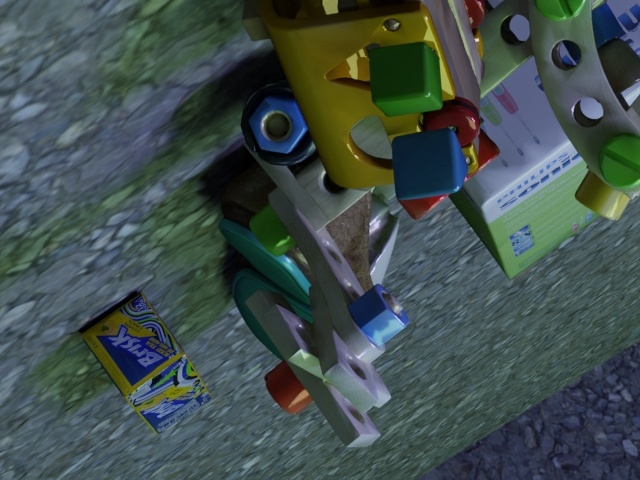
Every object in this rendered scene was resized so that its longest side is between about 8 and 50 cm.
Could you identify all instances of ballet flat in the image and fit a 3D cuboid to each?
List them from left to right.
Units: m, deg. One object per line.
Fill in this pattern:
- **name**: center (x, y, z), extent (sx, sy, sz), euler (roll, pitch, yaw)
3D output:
- **ballet flat**: center (0.000, 0.000, 1.358), extent (0.124, 0.116, 0.342), euler (-53, 166, -12)

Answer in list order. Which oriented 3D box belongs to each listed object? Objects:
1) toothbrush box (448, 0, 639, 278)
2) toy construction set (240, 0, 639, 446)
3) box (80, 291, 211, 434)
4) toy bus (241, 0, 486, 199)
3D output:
- **toothbrush box**: center (0.173, -0.099, 1.364), extent (0.206, 0.122, 0.283), euler (-36, 167, 2)
- **toy construction set**: center (0.079, -0.042, 1.098), extent (0.327, 0.215, 0.151), euler (-40, -179, -1)
- **box**: center (-0.124, 0.092, 1.410), extent (0.054, 0.059, 0.169), euler (-35, 166, -7)
- **toy bus**: center (0.017, -0.118, 0.946), extent (0.104, 0.202, 0.191), euler (-8, -179, 16)
